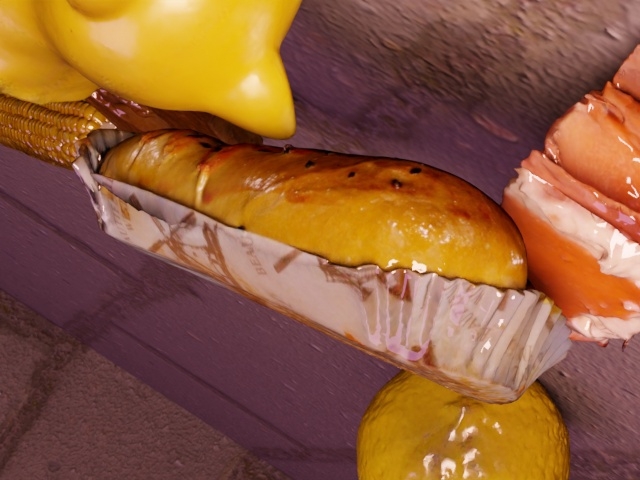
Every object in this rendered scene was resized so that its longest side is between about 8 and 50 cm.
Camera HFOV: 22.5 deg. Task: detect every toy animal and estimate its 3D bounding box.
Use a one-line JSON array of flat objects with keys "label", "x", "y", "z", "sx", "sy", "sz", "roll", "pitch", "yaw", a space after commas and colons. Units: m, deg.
[{"label": "toy animal", "x": -0.108, "y": -0.128, "z": 0.772, "sx": 0.229, "sy": 0.156, "sz": 0.156, "roll": 22, "pitch": 163, "yaw": 50}]

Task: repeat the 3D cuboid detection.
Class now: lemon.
[{"label": "lemon", "x": 0.116, "y": 0.175, "z": 1.293, "sx": 0.180, "sy": 0.181, "sz": 0.193, "roll": 33, "pitch": 148, "yaw": -4}]

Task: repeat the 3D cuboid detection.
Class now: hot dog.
[{"label": "hot dog", "x": 0.000, "y": 0.000, "z": 0.749, "sx": 0.270, "sy": 0.082, "sz": 0.162, "roll": 20, "pitch": 172, "yaw": 41}]

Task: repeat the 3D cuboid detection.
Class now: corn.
[{"label": "corn", "x": -0.207, "y": -0.092, "z": 1.276, "sx": 0.068, "sy": 0.068, "sz": 0.207, "roll": 42, "pitch": 163, "yaw": -36}]

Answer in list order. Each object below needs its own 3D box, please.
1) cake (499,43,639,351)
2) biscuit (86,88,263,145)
[{"label": "cake", "x": 0.144, "y": 0.008, "z": 0.771, "sx": 0.135, "sy": 0.098, "sz": 0.287, "roll": 33, "pitch": 167, "yaw": 3}, {"label": "biscuit", "x": -0.112, "y": -0.104, "z": 1.085, "sx": 0.182, "sy": 0.034, "sz": 0.215, "roll": 41, "pitch": 166, "yaw": -27}]
